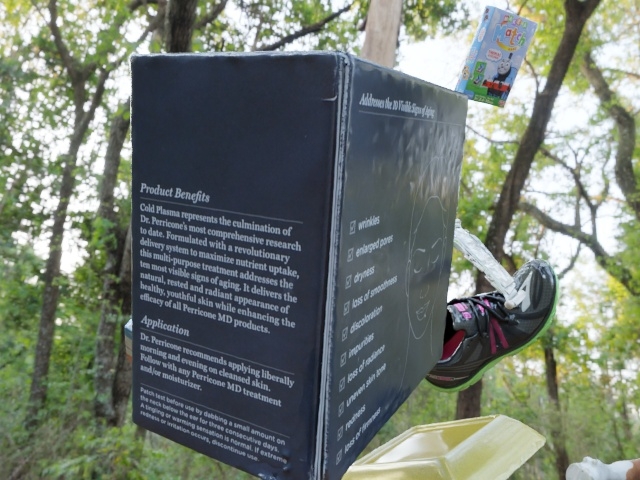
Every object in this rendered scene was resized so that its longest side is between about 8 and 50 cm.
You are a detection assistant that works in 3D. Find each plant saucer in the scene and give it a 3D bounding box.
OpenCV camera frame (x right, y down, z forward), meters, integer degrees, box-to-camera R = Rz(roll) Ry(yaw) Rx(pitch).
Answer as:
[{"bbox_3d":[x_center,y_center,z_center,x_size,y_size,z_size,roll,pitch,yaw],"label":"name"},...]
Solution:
[{"bbox_3d":[0.220,0.432,1.085,0.333,0.080,0.333,-9,-13,-46],"label":"plant saucer"}]

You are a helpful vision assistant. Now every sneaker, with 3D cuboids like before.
[{"bbox_3d":[0.458,0.228,1.522,0.202,0.483,0.185,43,5,-30],"label":"sneaker"}]

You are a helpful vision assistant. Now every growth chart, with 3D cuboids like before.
[{"bbox_3d":[0.311,0.036,1.070,0.021,0.237,0.172,-48,-27,23],"label":"growth chart"}]

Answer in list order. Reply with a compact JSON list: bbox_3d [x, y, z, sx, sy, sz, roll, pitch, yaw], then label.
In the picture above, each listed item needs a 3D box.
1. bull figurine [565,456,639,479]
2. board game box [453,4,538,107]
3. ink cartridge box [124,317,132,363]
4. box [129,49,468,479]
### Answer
[{"bbox_3d":[0.325,0.178,0.453,0.189,0.310,0.101,28,-4,-24],"label":"bull figurine"},{"bbox_3d":[0.422,-0.438,1.325,0.160,0.211,0.039,1,27,-34],"label":"board game box"},{"bbox_3d":[-0.288,0.205,1.031,0.134,0.078,0.231,34,-31,0],"label":"ink cartridge box"},{"bbox_3d":[0.000,0.000,0.803,0.298,0.470,0.480,11,13,27],"label":"box"}]
